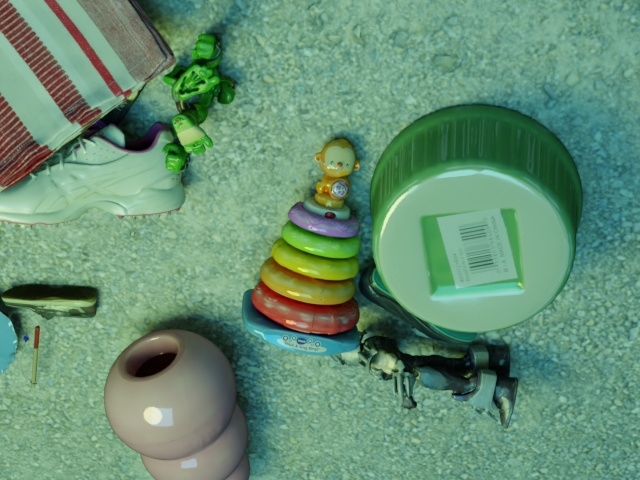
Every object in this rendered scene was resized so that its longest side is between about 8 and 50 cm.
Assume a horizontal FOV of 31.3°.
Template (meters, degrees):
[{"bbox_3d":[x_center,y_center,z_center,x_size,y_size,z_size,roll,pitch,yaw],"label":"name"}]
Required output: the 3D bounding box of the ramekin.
[{"bbox_3d":[0.211,-0.019,1.575,0.303,0.148,0.303,4,121,7],"label":"ramekin"}]

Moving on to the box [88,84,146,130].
[{"bbox_3d":[-0.307,-0.231,1.604,0.116,0.029,0.162,34,121,-13],"label":"box"}]

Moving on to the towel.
[{"bbox_3d":[-0.384,-0.232,1.477,0.329,0.037,0.237,-38,92,-6],"label":"towel"}]

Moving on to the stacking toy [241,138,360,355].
[{"bbox_3d":[0.000,0.000,1.641,0.175,0.166,0.302,12,107,-9],"label":"stacking toy"}]

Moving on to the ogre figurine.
[{"bbox_3d":[-0.168,-0.202,1.547,0.096,0.118,0.197,-1,122,5],"label":"ogre figurine"}]

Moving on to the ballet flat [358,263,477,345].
[{"bbox_3d":[0.141,0.100,1.712,0.203,0.074,0.074,31,120,-16],"label":"ballet flat"}]

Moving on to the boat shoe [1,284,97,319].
[{"bbox_3d":[-0.428,0.102,1.804,0.152,0.056,0.049,3,116,7],"label":"boat shoe"}]

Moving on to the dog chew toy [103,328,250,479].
[{"bbox_3d":[-0.208,0.301,1.810,0.206,0.207,0.332,-10,126,14],"label":"dog chew toy"}]

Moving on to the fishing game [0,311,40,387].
[{"bbox_3d":[-0.569,0.142,1.858,0.264,0.041,0.189,20,126,9],"label":"fishing game"}]

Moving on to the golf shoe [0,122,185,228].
[{"bbox_3d":[-0.341,-0.097,1.604,0.306,0.115,0.140,-7,114,-25],"label":"golf shoe"}]

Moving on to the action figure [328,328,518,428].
[{"bbox_3d":[0.148,0.196,1.707,0.285,0.185,0.099,11,107,-6],"label":"action figure"}]
